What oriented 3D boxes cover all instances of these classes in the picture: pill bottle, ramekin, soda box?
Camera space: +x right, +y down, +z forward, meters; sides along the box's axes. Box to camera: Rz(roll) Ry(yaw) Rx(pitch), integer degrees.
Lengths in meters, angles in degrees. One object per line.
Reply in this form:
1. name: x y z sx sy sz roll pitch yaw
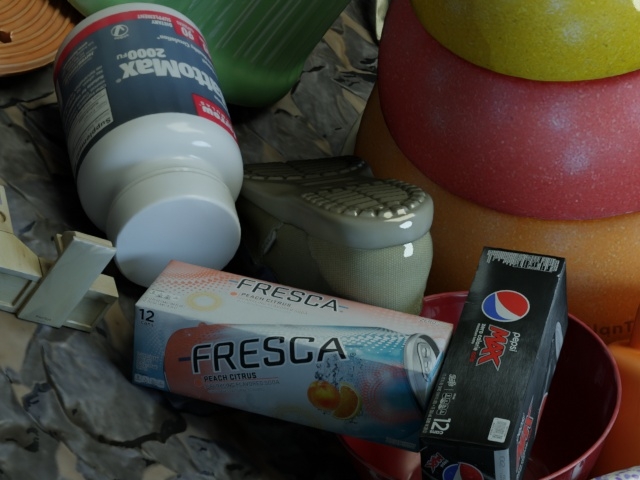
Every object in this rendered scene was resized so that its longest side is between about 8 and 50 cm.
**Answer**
1. pill bottle: -0.108 -0.059 1.261 0.108 0.108 0.180 18 36 -33
2. ramekin: -0.093 -0.259 1.467 0.303 0.148 0.303 36 24 -19
3. soda box: -0.018 0.067 1.156 0.183 0.058 0.063 12 30 13
4. soda box: 0.104 0.080 1.144 0.053 0.060 0.169 7 41 17

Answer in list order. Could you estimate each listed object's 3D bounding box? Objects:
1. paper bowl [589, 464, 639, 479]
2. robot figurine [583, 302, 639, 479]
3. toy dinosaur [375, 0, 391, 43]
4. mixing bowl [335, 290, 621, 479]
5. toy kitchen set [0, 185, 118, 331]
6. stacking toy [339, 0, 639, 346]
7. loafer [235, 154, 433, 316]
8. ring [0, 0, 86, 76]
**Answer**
1. paper bowl: 0.244 0.224 1.047 0.284 0.284 0.148 -25 112 -58
2. robot figurine: 0.227 0.144 1.245 0.158 0.219 0.128 8 7 1
3. toy dinosaur: 0.039 -0.283 1.786 0.118 0.064 0.268 38 32 -16
4. mixing bowl: 0.096 0.125 1.216 0.181 0.098 0.181 -4 38 3
5. toy kitchen set: -0.161 -0.001 1.159 0.083 0.068 0.075 18 36 -34
6. stacking toy: 0.169 -0.166 1.273 0.351 0.480 0.350 -3 49 3
7. loafer: 0.000 0.000 1.268 0.102 0.092 0.268 -5 10 -14
8. ring: -0.312 -0.226 1.335 0.336 0.032 0.336 28 31 -19
